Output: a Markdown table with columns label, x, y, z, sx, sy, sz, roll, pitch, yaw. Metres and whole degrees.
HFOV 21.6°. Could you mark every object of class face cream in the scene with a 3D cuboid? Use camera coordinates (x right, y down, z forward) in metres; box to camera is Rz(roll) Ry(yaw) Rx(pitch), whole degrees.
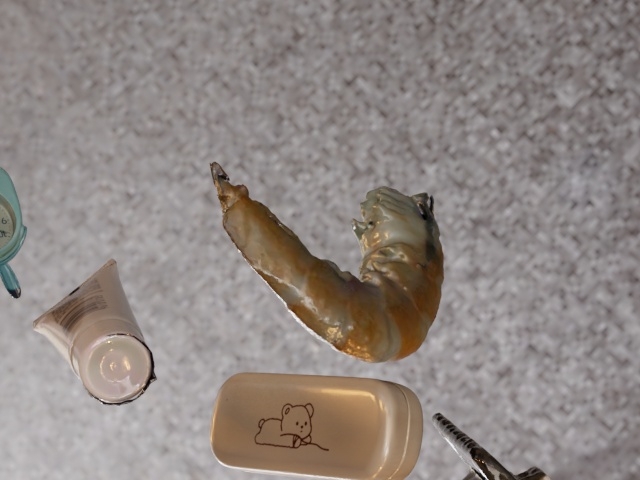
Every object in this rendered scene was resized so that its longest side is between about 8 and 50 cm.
| label | x | y | z | sx | sy | sz | roll | pitch | yaw |
| --- | --- | --- | --- | --- | --- | --- | --- | --- | --- |
| face cream | -0.184 | 0.071 | 1.351 | 0.058 | 0.092 | 0.243 | 53 | 175 | -20 |

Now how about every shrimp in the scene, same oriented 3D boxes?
| label | x | y | z | sx | sy | sz | roll | pitch | yaw |
| --- | --- | --- | --- | --- | --- | --- | --- | --- | --- |
| shrimp | 0.021 | 0.027 | 1.512 | 0.068 | 0.287 | 0.185 | -39 | 62 | 37 |

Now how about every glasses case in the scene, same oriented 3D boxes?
| label | x | y | z | sx | sy | sz | roll | pitch | yaw |
| --- | --- | --- | --- | --- | --- | --- | --- | --- | --- |
| glasses case | -0.006 | 0.148 | 1.330 | 0.196 | 0.083 | 0.050 | -3 | 167 | 42 |

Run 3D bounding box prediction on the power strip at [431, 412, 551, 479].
| label | x | y | z | sx | sy | sz | roll | pitch | yaw |
| --- | --- | --- | --- | --- | --- | --- | --- | --- | --- |
| power strip | 0.168 | 0.259 | 1.311 | 0.257 | 0.092 | 0.251 | 51 | 171 | -3 |

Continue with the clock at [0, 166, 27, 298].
| label | x | y | z | sx | sy | sz | roll | pitch | yaw |
| --- | --- | --- | --- | --- | --- | --- | --- | --- | --- |
| clock | -0.342 | -0.006 | 1.644 | 0.147 | 0.108 | 0.045 | 65 | 149 | 26 |
